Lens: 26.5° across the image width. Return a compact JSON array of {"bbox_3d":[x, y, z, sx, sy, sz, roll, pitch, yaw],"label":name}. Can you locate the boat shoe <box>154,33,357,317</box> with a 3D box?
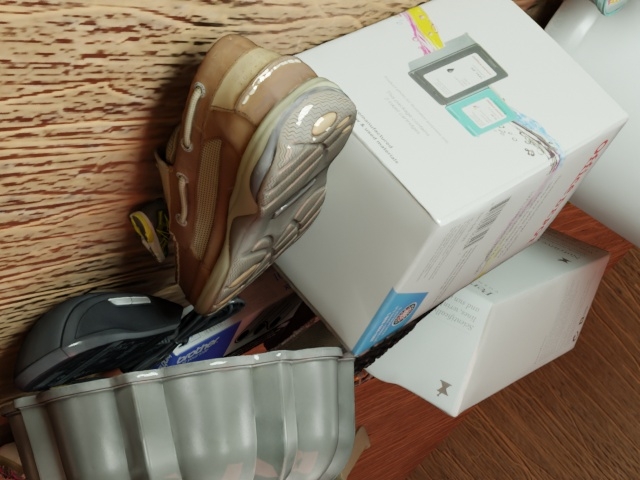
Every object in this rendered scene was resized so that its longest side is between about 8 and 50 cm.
[{"bbox_3d":[-0.067,-0.050,1.068,0.123,0.116,0.324,-40,168,-33],"label":"boat shoe"}]

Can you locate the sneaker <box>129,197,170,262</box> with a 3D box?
[{"bbox_3d":[-0.135,-0.009,1.153,0.035,0.031,0.083,-39,163,-11],"label":"sneaker"}]

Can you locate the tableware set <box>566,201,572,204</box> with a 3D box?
[{"bbox_3d":[0.241,-0.069,1.677,0.104,0.154,0.024,-18,119,-57],"label":"tableware set"}]

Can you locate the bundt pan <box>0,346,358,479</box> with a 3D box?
[{"bbox_3d":[-0.117,0.186,1.237,0.331,0.124,0.331,-10,171,-2],"label":"bundt pan"}]

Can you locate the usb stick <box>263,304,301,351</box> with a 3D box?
[{"bbox_3d":[0.030,0.086,1.748,0.278,0.045,0.077,-21,160,-51],"label":"usb stick"}]

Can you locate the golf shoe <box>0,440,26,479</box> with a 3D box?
[{"bbox_3d":[-0.268,0.208,1.364,0.086,0.068,0.186,-69,163,-3],"label":"golf shoe"}]

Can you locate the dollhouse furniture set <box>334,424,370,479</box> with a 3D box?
[{"bbox_3d":[-0.067,0.370,2.209,0.198,0.151,0.301,-28,-170,28],"label":"dollhouse furniture set"}]

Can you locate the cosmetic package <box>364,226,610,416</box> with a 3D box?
[{"bbox_3d":[0.181,0.066,1.690,0.385,0.217,0.156,-15,127,-60],"label":"cosmetic package"}]

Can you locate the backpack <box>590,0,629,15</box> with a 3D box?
[{"bbox_3d":[0.306,-0.294,1.252,0.188,0.144,0.166,-38,169,-4],"label":"backpack"}]

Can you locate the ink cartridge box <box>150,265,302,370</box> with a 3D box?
[{"bbox_3d":[-0.105,0.094,1.455,0.207,0.046,0.097,-27,157,-41],"label":"ink cartridge box"}]

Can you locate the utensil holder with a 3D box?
[{"bbox_3d":[0.443,-0.113,1.494,0.327,0.385,0.327,-43,158,-22],"label":"utensil holder"}]

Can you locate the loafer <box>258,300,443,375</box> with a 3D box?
[{"bbox_3d":[0.057,0.043,1.456,0.366,0.130,0.134,-38,168,6],"label":"loafer"}]

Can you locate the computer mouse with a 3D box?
[{"bbox_3d":[-0.206,0.092,1.225,0.184,0.060,0.262,-35,168,32],"label":"computer mouse"}]

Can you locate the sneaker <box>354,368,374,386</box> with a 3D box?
[{"bbox_3d":[0.046,0.174,1.965,0.083,0.084,0.215,-35,164,25],"label":"sneaker"}]

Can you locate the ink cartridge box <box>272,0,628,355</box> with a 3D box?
[{"bbox_3d":[0.093,-0.072,1.220,0.270,0.197,0.198,-28,158,-38],"label":"ink cartridge box"}]
